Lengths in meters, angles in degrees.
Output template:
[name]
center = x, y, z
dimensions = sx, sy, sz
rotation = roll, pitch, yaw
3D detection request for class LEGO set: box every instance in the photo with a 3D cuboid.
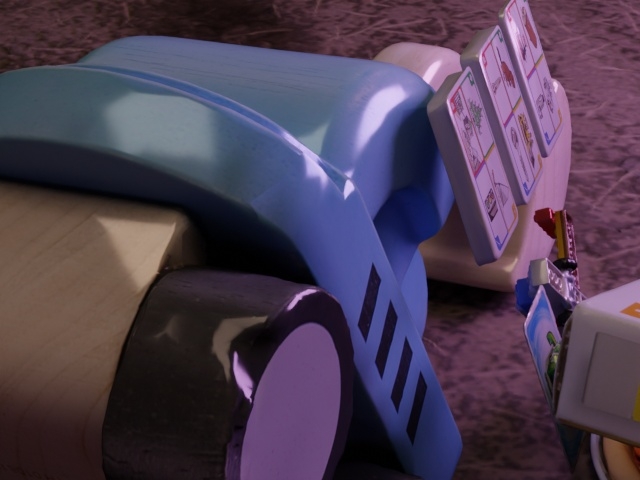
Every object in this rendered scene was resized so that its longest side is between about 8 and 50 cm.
[LEGO set]
center = 0.097, 0.020, 0.934
dimensions = 0.060, 0.244, 0.182
rotation = -13, 19, 22

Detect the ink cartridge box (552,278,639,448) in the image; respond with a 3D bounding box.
[ink cartridge box]
center = 0.310, 0.070, 0.889
dimensions = 0.307, 0.072, 0.303
rotation = 19, 16, 29

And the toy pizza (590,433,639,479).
[toy pizza]
center = 0.238, 0.101, 0.979
dimensions = 0.201, 0.032, 0.201
rotation = -1, 29, 1

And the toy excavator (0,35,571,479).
[toy excavator]
center = 0.000, 0.000, 0.937
dimensions = 0.222, 0.433, 0.445
rotation = 10, 59, 26
